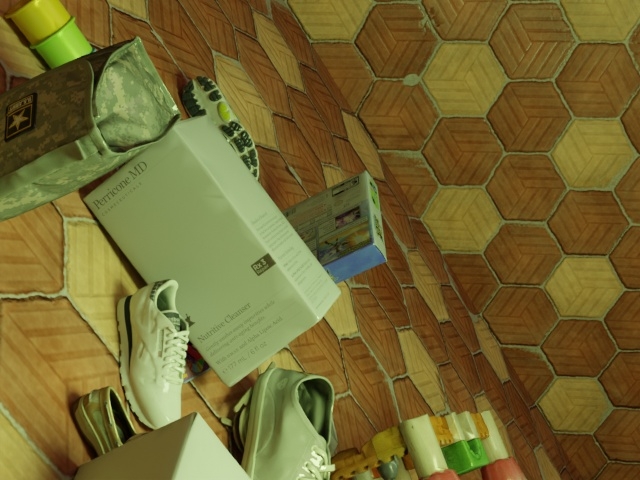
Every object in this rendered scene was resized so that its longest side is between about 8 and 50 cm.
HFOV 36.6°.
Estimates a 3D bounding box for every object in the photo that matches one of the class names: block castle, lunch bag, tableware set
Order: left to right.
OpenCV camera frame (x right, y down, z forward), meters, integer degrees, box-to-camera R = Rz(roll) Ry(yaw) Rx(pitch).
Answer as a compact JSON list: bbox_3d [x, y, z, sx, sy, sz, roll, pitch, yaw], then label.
[{"bbox_3d":[-0.359,-0.150,1.345,0.169,0.235,0.287,62,18,-19],"label":"lunch bag"},{"bbox_3d":[-0.110,0.306,1.683,0.128,0.039,0.194,71,23,-11],"label":"tableware set"},{"bbox_3d":[0.180,0.468,1.808,0.453,0.303,0.213,18,49,-63],"label":"block castle"}]

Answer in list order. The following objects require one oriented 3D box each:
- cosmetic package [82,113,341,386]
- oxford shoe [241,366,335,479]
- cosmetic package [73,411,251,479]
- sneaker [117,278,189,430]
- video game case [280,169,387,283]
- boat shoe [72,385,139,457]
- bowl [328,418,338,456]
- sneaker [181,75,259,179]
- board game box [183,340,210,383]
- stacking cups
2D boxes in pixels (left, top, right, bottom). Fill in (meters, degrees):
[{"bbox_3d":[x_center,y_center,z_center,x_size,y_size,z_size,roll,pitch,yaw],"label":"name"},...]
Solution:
[{"bbox_3d":[-0.172,0.010,1.575,0.385,0.217,0.156,51,21,-3],"label":"cosmetic package"},{"bbox_3d":[-0.044,0.394,1.551,0.169,0.130,0.449,54,30,-44],"label":"oxford shoe"},{"bbox_3d":[-0.209,0.385,1.081,0.155,0.197,0.365,55,22,-20],"label":"cosmetic package"},{"bbox_3d":[-0.239,0.170,1.444,0.090,0.095,0.235,33,36,-58],"label":"sneaker"},{"bbox_3d":[0.000,0.000,2.015,0.061,0.269,0.244,52,22,-34],"label":"video game case"},{"bbox_3d":[-0.254,0.281,1.286,0.190,0.072,0.068,60,19,-8],"label":"boat shoe"},{"bbox_3d":[-0.009,0.337,1.823,0.142,0.053,0.142,66,8,-56],"label":"bowl"},{"bbox_3d":[-0.199,-0.227,2.077,0.275,0.107,0.110,66,10,11],"label":"sneaker"},{"bbox_3d":[-0.219,0.159,1.601,0.133,0.033,0.168,63,19,3],"label":"board game box"},{"bbox_3d":[-0.397,-0.282,1.652,0.316,0.096,0.096,54,21,-29],"label":"stacking cups"}]
